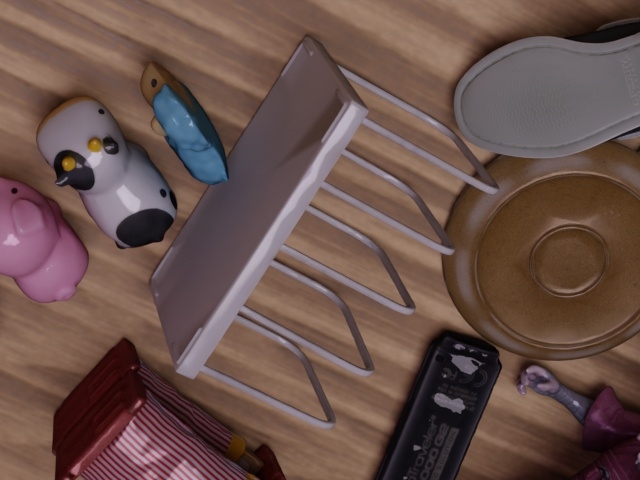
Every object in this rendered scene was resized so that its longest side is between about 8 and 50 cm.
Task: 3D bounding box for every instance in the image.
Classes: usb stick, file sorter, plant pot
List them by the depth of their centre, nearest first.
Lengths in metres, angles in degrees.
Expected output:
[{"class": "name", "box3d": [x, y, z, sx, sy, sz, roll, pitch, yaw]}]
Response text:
[{"class": "file sorter", "box3d": [0.000, 0.000, 1.697, 0.173, 0.193, 0.278, 29, 104, -21]}, {"class": "plant pot", "box3d": [0.234, 0.015, 1.809, 0.236, 0.032, 0.236, -1, 114, -3]}, {"class": "usb stick", "box3d": [0.098, 0.221, 1.873, 0.077, 0.045, 0.278, 19, 107, -8]}]

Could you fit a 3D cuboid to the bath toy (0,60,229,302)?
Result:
[{"class": "bath toy", "box3d": [-0.245, -0.008, 1.684, 0.348, 0.129, 0.151, -38, 103, 6]}]

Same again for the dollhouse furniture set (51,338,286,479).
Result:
[{"class": "dollhouse furniture set", "box3d": [-0.219, 0.303, 1.794, 0.201, 0.152, 0.374, 38, 101, -20]}]

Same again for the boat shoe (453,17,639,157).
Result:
[{"class": "boat shoe", "box3d": [0.265, -0.138, 1.694, 0.302, 0.091, 0.114, -6, 92, 33]}]

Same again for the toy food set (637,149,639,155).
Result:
[{"class": "toy food set", "box3d": [0.313, -0.051, 1.817, 0.082, 0.020, 0.083, -31, 112, 4]}]

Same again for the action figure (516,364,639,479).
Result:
[{"class": "action figure", "box3d": [0.280, 0.267, 1.811, 0.370, 0.248, 0.276, -34, 113, 7]}]
